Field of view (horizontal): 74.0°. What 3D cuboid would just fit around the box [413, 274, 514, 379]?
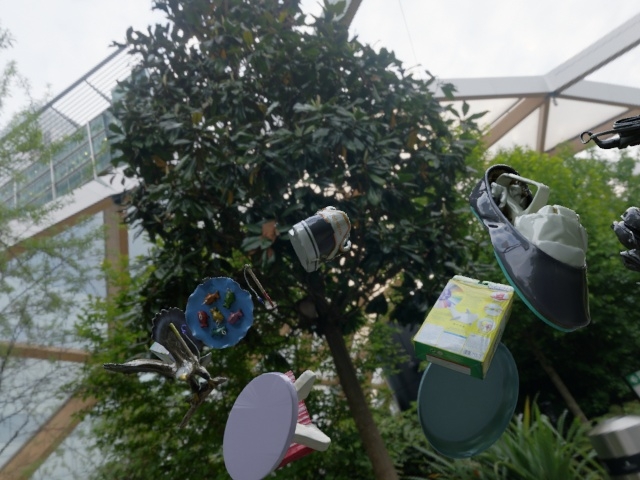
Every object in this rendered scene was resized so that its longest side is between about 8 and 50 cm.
[{"bbox_3d":[0.227,0.122,0.657,0.179,0.105,0.043,-44,-47,-39],"label":"box"}]

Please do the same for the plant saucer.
[{"bbox_3d":[0.372,0.390,1.084,0.318,0.317,0.044,-11,8,-22],"label":"plant saucer"}]

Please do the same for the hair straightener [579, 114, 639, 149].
[{"bbox_3d":[0.448,-0.161,0.540,0.089,0.047,0.230,12,-7,-34],"label":"hair straightener"}]

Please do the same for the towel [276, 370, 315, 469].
[{"bbox_3d":[-0.135,0.576,1.357,0.199,0.274,0.031,-27,-46,-3],"label":"towel"}]

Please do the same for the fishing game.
[{"bbox_3d":[-0.263,0.183,1.096,0.264,0.189,0.041,-35,-13,1],"label":"fishing game"}]

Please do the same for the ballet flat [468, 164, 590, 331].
[{"bbox_3d":[0.188,-0.013,0.383,0.074,0.203,0.074,0,-56,0],"label":"ballet flat"}]

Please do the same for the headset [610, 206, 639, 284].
[{"bbox_3d":[0.820,-0.038,0.994,0.394,0.185,0.243,-32,-30,-26],"label":"headset"}]

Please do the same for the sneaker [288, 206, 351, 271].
[{"bbox_3d":[0.000,0.000,1.037,0.128,0.126,0.321,-26,0,-9],"label":"sneaker"}]

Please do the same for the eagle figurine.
[{"bbox_3d":[-0.425,0.354,1.230,0.298,0.226,0.225,44,-47,-14],"label":"eagle figurine"}]

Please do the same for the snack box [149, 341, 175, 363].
[{"bbox_3d":[-0.493,0.398,1.429,0.100,0.037,0.141,5,-40,35],"label":"snack box"}]

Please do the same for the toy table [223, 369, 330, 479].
[{"bbox_3d":[-0.112,0.454,1.067,0.274,0.252,0.161,-55,-31,11],"label":"toy table"}]
